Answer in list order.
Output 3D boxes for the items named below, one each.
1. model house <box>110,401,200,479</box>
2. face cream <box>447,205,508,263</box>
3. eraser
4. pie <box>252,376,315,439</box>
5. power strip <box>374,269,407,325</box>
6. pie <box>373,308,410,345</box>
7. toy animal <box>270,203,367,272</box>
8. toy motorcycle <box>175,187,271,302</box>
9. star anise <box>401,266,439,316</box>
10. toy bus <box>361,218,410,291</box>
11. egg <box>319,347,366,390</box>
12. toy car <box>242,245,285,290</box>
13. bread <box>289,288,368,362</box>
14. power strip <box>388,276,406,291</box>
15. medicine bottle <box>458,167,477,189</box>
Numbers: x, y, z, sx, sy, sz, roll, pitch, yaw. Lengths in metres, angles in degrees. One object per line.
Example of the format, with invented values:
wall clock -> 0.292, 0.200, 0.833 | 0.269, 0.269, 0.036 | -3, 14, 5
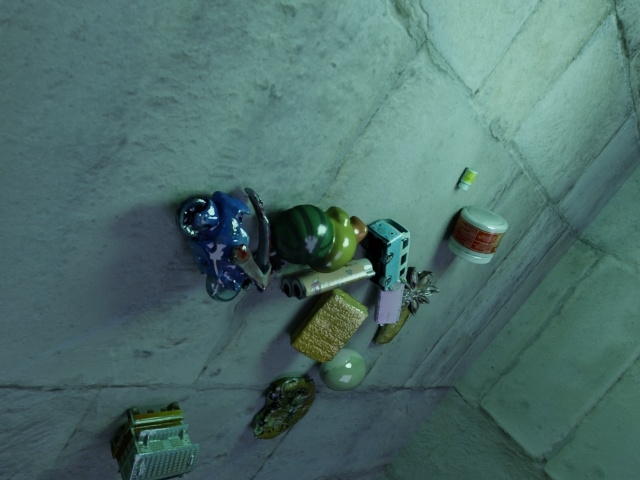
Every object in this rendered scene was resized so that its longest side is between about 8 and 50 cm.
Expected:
model house -> -0.553, 0.685, 1.411 | 0.224, 0.215, 0.198 | 16, 110, -46
face cream -> 0.683, -0.028, 1.864 | 0.201, 0.201, 0.187 | -9, 128, -35
eraser -> 0.026, 0.128, 1.488 | 0.291, 0.171, 0.087 | -14, 98, -32
pie -> -0.156, 0.734, 1.893 | 0.297, 0.078, 0.371 | -1, 122, -41
power strip -> 0.292, 0.229, 1.801 | 0.109, 0.037, 0.278 | 1, 109, -11
pie -> 0.347, 0.399, 2.043 | 0.129, 0.068, 0.282 | -1, 127, -38
toy animal -> 0.000, 0.002, 1.320 | 0.216, 0.191, 0.338 | -46, 146, 23
toy motorcycle -> -0.253, -0.002, 1.160 | 0.241, 0.182, 0.318 | -66, 148, -54
star anise -> 0.395, 0.217, 1.892 | 0.223, 0.109, 0.235 | -29, 116, -7
toy bus -> 0.254, 0.042, 1.620 | 0.165, 0.133, 0.271 | -31, 140, -24
egg -> 0.091, 0.569, 1.877 | 0.217, 0.183, 0.183 | 4, 120, -50
toy car -> -0.201, 0.086, 1.331 | 0.205, 0.056, 0.095 | -29, 137, -13
bread -> 0.031, 0.323, 1.633 | 0.185, 0.114, 0.274 | 34, 103, -15
power strip -> 0.314, 0.180, 1.748 | 0.083, 0.035, 0.055 | -28, 110, 3
medicine bottle -> 0.595, -0.249, 1.726 | 0.047, 0.047, 0.083 | 4, 119, -42
